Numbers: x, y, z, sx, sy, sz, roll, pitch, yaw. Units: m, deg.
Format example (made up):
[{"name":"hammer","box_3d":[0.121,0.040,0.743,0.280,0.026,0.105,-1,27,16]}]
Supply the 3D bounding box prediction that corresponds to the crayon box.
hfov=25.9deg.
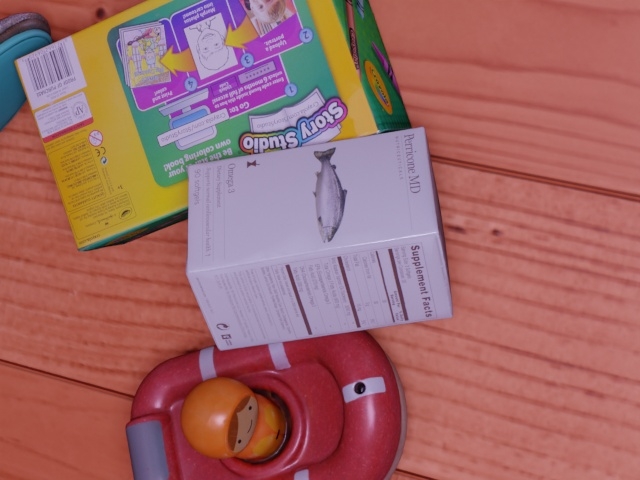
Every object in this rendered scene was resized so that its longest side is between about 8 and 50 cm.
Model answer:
[{"name":"crayon box","box_3d":[-0.087,-0.114,1.094,0.278,0.081,0.165,-20,87,21]}]

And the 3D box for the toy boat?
[{"name":"toy boat","box_3d":[-0.053,0.138,1.050,0.231,0.151,0.151,-18,72,16]}]

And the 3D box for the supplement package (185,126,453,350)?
[{"name":"supplement package","box_3d":[0.000,0.000,1.017,0.179,0.105,0.105,-9,50,6]}]

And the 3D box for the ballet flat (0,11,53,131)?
[{"name":"ballet flat","box_3d":[-0.351,-0.091,1.188,0.106,0.107,0.316,45,107,20]}]
